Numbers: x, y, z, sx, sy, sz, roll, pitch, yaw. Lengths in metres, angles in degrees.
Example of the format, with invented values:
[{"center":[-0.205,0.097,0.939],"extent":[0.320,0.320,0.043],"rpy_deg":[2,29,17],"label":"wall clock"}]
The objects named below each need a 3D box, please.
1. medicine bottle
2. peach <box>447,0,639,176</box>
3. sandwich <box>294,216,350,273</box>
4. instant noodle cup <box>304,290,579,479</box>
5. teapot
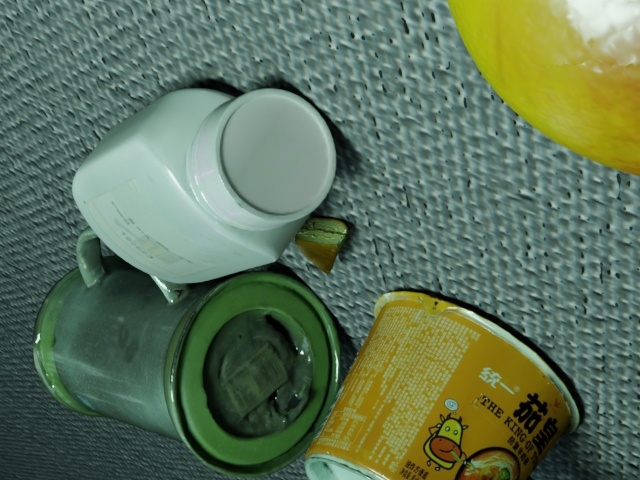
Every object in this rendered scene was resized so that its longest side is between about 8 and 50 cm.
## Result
[{"center":[-0.099,-0.047,1.234],"extent":[0.161,0.111,0.296],"rpy_deg":[41,158,-15],"label":"medicine bottle"},{"center":[0.162,-0.134,0.593],"extent":[0.231,0.231,0.231],"rpy_deg":[29,156,14],"label":"peach"},{"center":[0.000,0.000,1.282],"extent":[0.044,0.031,0.083],"rpy_deg":[33,157,2],"label":"sandwich"},{"center":[0.098,0.175,1.301],"extent":[0.215,0.172,0.216],"rpy_deg":[30,158,14],"label":"instant noodle cup"},{"center":[-0.170,0.095,1.510],"extent":[0.337,0.200,0.270],"rpy_deg":[6,130,52],"label":"teapot"}]
